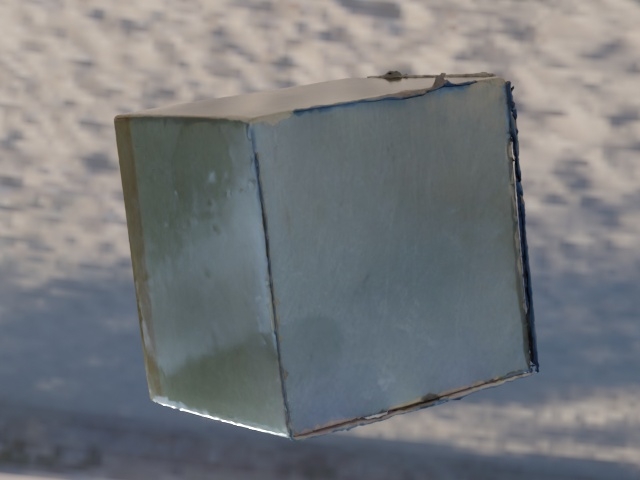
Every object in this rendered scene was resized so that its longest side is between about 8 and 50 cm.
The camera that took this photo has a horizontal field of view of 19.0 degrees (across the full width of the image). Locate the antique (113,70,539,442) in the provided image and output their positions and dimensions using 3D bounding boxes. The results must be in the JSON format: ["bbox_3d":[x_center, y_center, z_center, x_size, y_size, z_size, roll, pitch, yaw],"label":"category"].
[{"bbox_3d":[0.000,0.000,0.884,0.152,0.146,0.148,-12,-170,-35],"label":"antique"}]
